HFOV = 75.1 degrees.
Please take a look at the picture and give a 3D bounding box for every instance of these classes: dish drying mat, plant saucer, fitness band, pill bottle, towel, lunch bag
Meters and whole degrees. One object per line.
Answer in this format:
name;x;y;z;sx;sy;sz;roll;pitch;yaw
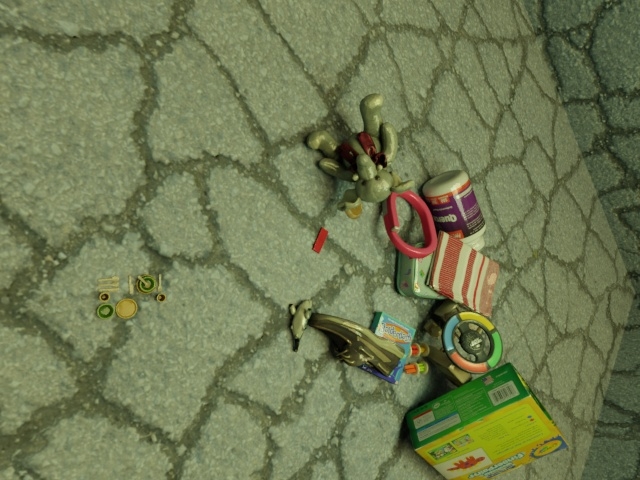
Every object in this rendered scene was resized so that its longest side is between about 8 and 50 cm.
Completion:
dish drying mat;0.000;0.000;1.365;0.032;0.008;0.083;35;67;-32
plant saucer;0.120;-0.116;1.456;0.083;0.015;0.083;2;87;-38
fitness band;0.329;-0.069;1.528;0.209;0.054;0.290;16;52;-23
pill bottle;0.548;-0.108;1.678;0.181;0.181;0.323;-38;110;-32
towel;0.556;0.130;1.600;0.329;0.037;0.237;27;69;-23
lunch bag;0.420;0.114;1.617;0.279;0.108;0.224;9;79;-38

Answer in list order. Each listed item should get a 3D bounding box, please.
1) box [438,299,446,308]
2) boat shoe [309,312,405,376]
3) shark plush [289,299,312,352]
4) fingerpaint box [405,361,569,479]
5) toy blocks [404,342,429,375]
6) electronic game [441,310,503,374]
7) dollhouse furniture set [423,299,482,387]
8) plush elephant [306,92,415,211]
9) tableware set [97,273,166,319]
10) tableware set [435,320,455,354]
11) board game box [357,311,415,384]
box;0.609;0.237;1.738;0.184;0.045;0.190;24;91;-15
boat shoe;0.114;0.342;1.338;0.355;0.132;0.130;28;74;-17
shark plush;-0.052;0.264;1.288;0.067;0.073;0.161;24;65;-67
fingerpaint box;0.608;0.700;1.546;0.371;0.445;0.163;47;18;-25
toy blocks;0.343;0.451;1.578;0.148;0.054;0.123;8;85;-35
electronic game;0.553;0.369;1.518;0.229;0.048;0.229;3;63;-7
dollhouse furniture set;0.600;0.379;1.632;0.355;0.174;0.303;-46;108;-10
plush elephant;0.142;-0.230;1.310;0.330;0.272;0.255;57;12;-38
tableware set;-0.453;0.135;1.004;0.154;0.024;0.104;-1;89;-38
tableware set;0.537;0.433;1.735;0.128;0.039;0.194;13;80;-36
board game box;0.236;0.382;1.483;0.160;0.047;0.210;29;70;-18
